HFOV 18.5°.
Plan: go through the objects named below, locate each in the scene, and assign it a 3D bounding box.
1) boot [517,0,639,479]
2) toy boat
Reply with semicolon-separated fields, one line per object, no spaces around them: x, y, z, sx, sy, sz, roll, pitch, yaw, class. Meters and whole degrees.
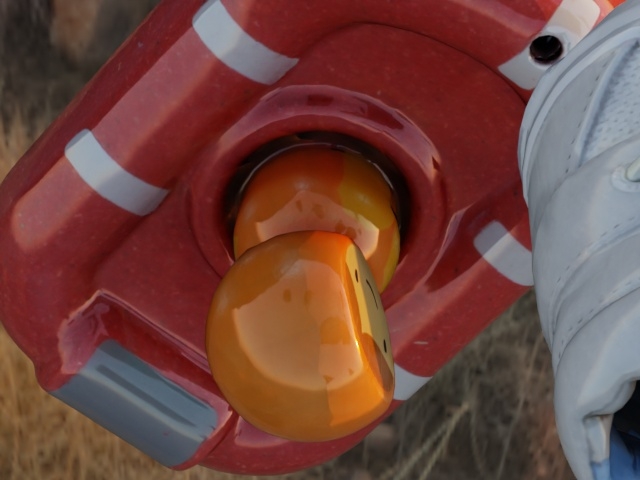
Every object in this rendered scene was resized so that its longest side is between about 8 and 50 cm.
0.163;0.000;0.330;0.258;0.095;0.123;-9;32;11;boot
0.000;0.000;0.587;0.151;0.231;0.151;35;28;-21;toy boat
